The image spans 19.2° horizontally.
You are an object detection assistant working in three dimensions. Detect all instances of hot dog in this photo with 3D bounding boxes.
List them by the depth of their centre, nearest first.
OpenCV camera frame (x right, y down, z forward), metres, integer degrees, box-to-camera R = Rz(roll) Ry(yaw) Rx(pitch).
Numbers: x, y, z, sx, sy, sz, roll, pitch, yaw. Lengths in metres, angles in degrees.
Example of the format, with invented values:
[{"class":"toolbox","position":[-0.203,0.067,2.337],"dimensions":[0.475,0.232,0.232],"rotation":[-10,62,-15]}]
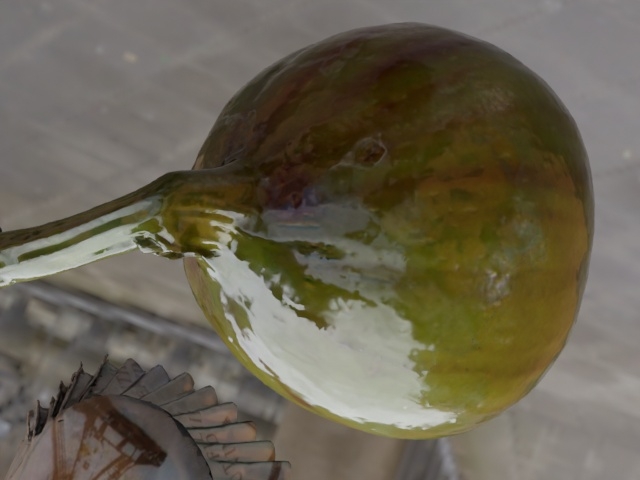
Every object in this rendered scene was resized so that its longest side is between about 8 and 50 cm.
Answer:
[{"class":"hot dog","position":[-0.067,0.126,0.485],"dimensions":[0.108,0.191,0.059],"rotation":[32,-169,31]}]

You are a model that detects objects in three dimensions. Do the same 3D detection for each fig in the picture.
[{"class":"fig","position":[0.008,-0.013,0.643],"dimensions":[0.148,0.142,0.186],"rotation":[19,177,34]}]
